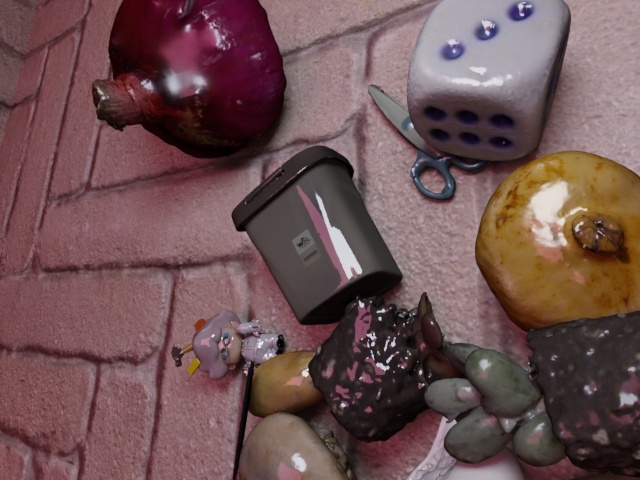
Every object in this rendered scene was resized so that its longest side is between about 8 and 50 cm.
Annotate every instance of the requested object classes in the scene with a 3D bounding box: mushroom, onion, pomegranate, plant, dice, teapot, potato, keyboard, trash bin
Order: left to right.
[{"bbox_3d":[-0.290,-0.316,0.931,0.398,0.398,0.420,-5,39,32],"label":"onion"},{"bbox_3d":[-0.129,0.301,0.747,0.010,0.063,0.198,9,107,-4],"label":"keyboard"},{"bbox_3d":[-0.052,0.251,0.794,0.178,0.118,0.109,-27,44,21],"label":"potato"},{"bbox_3d":[-0.028,0.376,0.711,0.226,0.226,0.178,25,47,36],"label":"mushroom"},{"bbox_3d":[0.000,0.000,0.787,0.220,0.219,0.250,-38,66,21],"label":"trash bin"},{"bbox_3d":[0.107,0.176,0.675,0.234,0.178,0.204,-46,53,10],"label":"plant"},{"bbox_3d":[0.154,0.339,0.571,0.139,0.298,0.204,47,148,8],"label":"teapot"},{"bbox_3d":[0.250,-0.245,0.677,0.193,0.194,0.191,18,78,25],"label":"dice"},{"bbox_3d":[0.236,0.166,0.468,0.275,0.149,0.146,-26,30,45],"label":"plant"},{"bbox_3d":[0.311,0.012,0.558,0.248,0.248,0.248,-10,71,31],"label":"pomegranate"}]

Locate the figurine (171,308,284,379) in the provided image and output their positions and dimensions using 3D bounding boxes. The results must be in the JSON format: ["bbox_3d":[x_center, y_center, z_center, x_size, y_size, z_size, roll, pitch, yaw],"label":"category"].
[{"bbox_3d":[-0.178,0.208,0.901,0.229,0.112,0.137,-1,83,20],"label":"figurine"}]

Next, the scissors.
[{"bbox_3d":[0.174,-0.201,0.824,0.138,0.041,0.289,-44,61,14],"label":"scissors"}]

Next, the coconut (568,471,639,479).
[{"bbox_3d":[0.336,0.357,0.445,0.238,0.266,0.237,6,56,-8],"label":"coconut"}]
